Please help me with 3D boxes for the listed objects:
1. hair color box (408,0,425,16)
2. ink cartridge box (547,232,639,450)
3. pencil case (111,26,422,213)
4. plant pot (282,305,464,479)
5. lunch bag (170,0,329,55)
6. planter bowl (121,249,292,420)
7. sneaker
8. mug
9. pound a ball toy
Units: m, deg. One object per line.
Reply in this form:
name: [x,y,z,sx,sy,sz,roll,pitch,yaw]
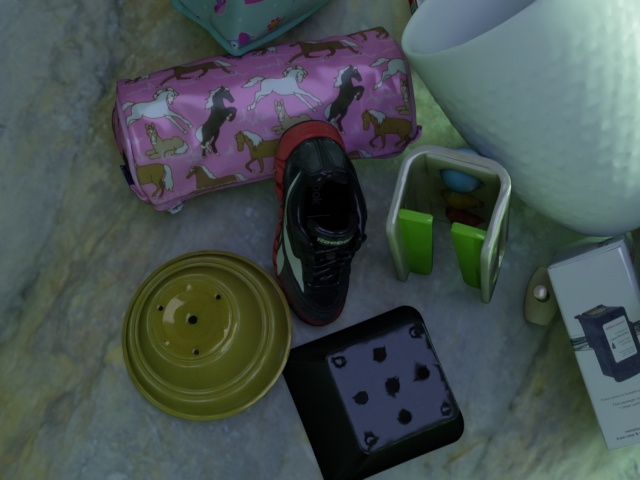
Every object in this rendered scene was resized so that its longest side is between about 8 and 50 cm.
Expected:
hair color box: [0.195,-0.315,1.853,0.141,0.043,0.072,-10,80,-8]
ink cartridge box: [0.366,0.114,1.695,0.100,0.172,0.237,-18,94,16]
pencil case: [-0.065,-0.155,1.729,0.386,0.167,0.160,-14,41,-10]
plant pot: [0.073,0.185,1.675,0.187,0.167,0.188,-20,83,-11]
lunch bag: [-0.043,-0.388,1.711,0.160,0.223,0.262,40,50,23]
planter bowl: [-0.147,0.105,1.672,0.217,0.090,0.217,-2,74,6]
sneaker: [0.000,0.000,1.663,0.097,0.135,0.276,-8,121,-14]
mug: [0.281,-0.188,1.675,0.276,0.374,0.328,-41,112,-7]
pound a ball toy: [0.203,-0.009,1.678,0.208,0.319,0.136,15,78,11]
